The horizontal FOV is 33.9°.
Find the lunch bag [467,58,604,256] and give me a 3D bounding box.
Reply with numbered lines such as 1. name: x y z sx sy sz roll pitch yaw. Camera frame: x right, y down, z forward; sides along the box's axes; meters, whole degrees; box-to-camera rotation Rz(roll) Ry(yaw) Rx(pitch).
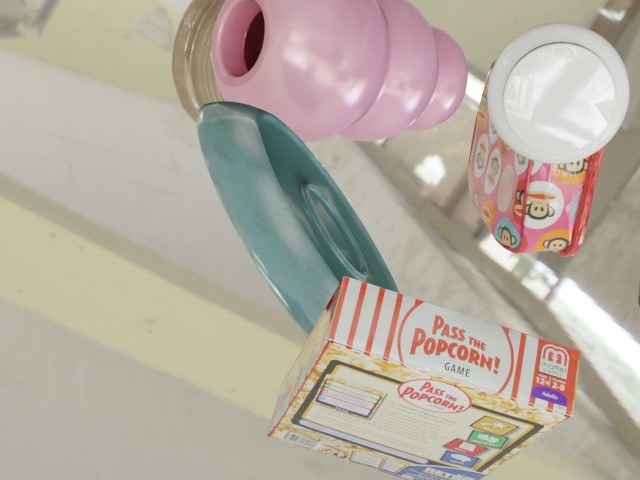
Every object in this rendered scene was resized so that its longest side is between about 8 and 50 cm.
1. lunch bag: 0.289 -0.139 1.436 0.120 0.258 0.293 2 -157 -7

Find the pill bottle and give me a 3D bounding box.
1. pill bottle: 0.187 -0.119 0.835 0.108 0.108 0.193 34 -164 2

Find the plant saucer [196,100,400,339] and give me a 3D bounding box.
1. plant saucer: 0.000 0.000 0.948 0.317 0.044 0.317 54 -167 -19

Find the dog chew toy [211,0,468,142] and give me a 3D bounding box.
1. dog chew toy: 0.040 -0.206 1.225 0.332 0.206 0.206 5 -151 -40

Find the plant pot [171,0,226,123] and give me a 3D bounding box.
1. plant pot: -0.071 -0.240 1.407 0.237 0.237 0.110 21 -177 -44

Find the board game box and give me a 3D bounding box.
1. board game box: 0.056 0.101 0.670 0.147 0.045 0.193 18 151 -5

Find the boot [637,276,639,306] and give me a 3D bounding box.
1. boot: 0.360 0.101 0.893 0.236 0.178 0.085 1 144 44
